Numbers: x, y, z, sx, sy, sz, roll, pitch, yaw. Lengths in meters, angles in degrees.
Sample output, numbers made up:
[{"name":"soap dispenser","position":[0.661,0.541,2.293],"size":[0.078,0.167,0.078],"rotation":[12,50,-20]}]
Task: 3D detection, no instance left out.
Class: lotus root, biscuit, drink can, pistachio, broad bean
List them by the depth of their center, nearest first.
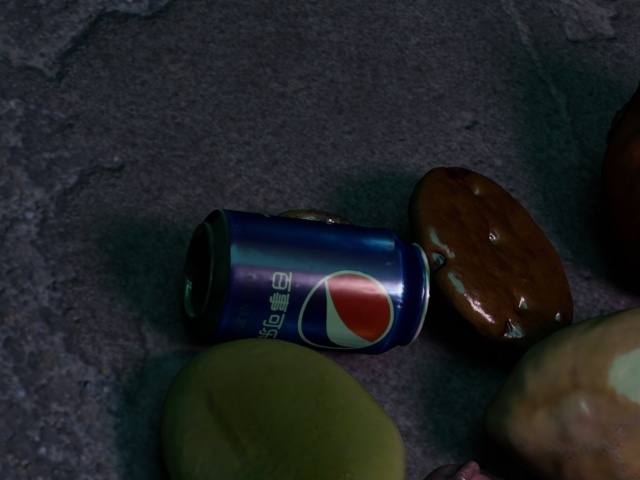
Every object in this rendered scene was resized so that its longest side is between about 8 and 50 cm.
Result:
[{"name":"broad bean","position":[-0.026,0.177,1.494],"size":[0.189,0.121,0.263],"rotation":[-19,57,-17]},{"name":"drink can","position":[-0.012,0.038,1.622],"size":[0.205,0.118,0.118],"rotation":[5,50,-19]},{"name":"pistachio","position":[0.280,0.139,1.639],"size":[0.293,0.181,0.162],"rotation":[-13,95,-28]},{"name":"lotus root","position":[0.000,0.000,1.705],"size":[0.099,0.049,0.054],"rotation":[9,70,-18]},{"name":"biscuit","position":[0.164,0.016,1.727],"size":[0.212,0.036,0.212],"rotation":[31,37,-28]}]

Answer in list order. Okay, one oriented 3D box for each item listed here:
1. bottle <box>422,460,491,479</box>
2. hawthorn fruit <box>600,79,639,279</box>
[{"name":"bottle","position":[0.174,0.285,1.496],"size":[0.253,0.120,0.120],"rotation":[39,48,13]},{"name":"hawthorn fruit","position":[0.443,-0.055,1.816],"size":[0.307,0.276,0.276],"rotation":[15,46,-32]}]
